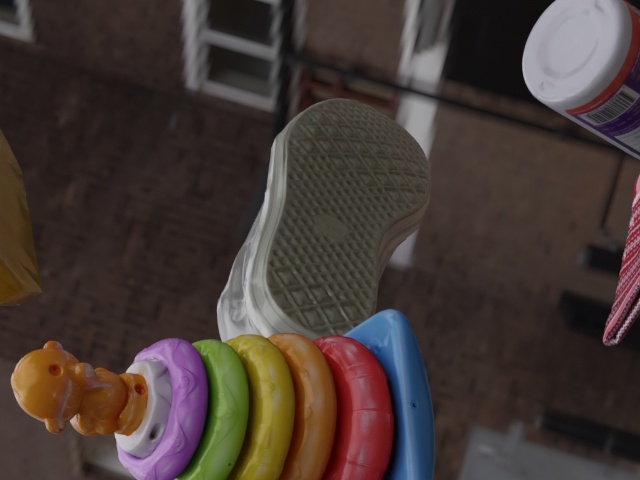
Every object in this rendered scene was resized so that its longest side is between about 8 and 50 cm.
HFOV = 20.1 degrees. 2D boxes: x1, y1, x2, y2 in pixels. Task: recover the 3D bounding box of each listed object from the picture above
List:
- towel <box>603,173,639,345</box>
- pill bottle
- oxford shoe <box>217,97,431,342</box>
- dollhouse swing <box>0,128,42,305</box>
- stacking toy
[{"bbox_3d":[0.345,-0.041,1.811,0.275,0.031,0.199,-64,-1,-52],"label":"towel"},{"bbox_3d":[0.272,-0.130,1.535,0.193,0.108,0.108,25,-101,-38],"label":"pill bottle"},{"bbox_3d":[0.000,0.000,1.754,0.130,0.169,0.449,-58,6,34],"label":"oxford shoe"},{"bbox_3d":[-0.454,-0.079,1.636,0.347,0.315,0.305,-113,7,-53],"label":"dollhouse swing"},{"bbox_3d":[-0.083,0.127,1.283,0.166,0.302,0.175,-38,48,46],"label":"stacking toy"}]
